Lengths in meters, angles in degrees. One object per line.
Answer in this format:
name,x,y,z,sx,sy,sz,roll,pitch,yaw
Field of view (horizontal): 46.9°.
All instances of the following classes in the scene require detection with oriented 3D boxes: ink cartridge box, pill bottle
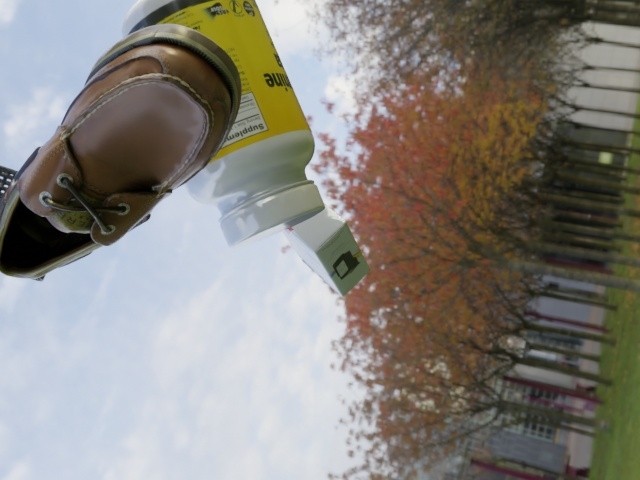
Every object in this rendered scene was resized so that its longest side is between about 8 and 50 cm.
ink cartridge box,0.000,0.000,1.234,0.072,0.127,0.175,-44,-31,-8
pill bottle,-0.122,-0.168,0.997,0.334,0.188,0.188,67,-158,2

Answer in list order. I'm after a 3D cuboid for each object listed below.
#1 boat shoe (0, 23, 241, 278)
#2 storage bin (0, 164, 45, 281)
boat shoe,-0.166,-0.044,0.566,0.110,0.307,0.104,34,-128,-22
storage bin,-0.368,-0.032,0.768,0.122,0.180,0.084,105,-176,-73
